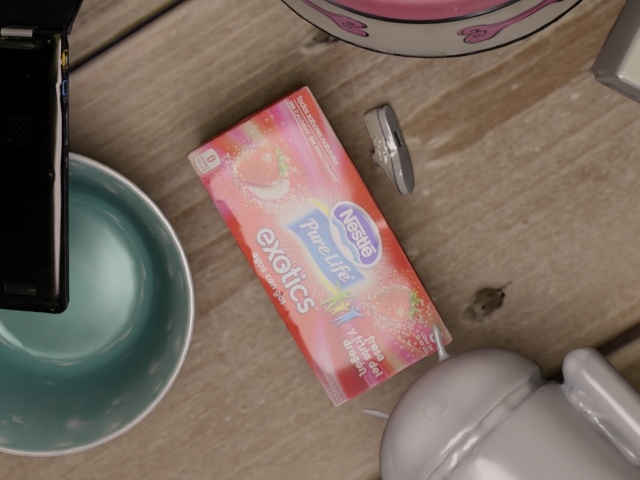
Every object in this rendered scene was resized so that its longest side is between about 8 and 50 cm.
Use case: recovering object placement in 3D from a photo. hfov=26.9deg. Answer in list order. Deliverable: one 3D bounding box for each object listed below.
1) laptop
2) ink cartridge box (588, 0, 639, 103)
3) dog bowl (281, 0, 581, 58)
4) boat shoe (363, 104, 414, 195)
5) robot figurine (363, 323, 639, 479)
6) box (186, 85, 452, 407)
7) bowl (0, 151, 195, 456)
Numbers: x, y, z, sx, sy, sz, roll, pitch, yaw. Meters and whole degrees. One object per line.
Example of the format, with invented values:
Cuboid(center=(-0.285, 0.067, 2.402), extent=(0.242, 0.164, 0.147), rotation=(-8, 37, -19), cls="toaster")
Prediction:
Cuboid(center=(-0.393, -0.169, 1.312), extent=(0.382, 0.236, 0.408), rotation=(5, 104, 9), cls="laptop")
Cuboid(center=(0.454, -0.257, 1.375), extent=(0.223, 0.129, 0.307), rotation=(26, 97, -4), cls="ink cartridge box")
Cuboid(center=(0.091, -0.362, 1.132), extent=(0.408, 0.150, 0.408), rotation=(1, 94, 8), cls="dog bowl")
Cuboid(center=(0.072, -0.094, 1.442), extent=(0.035, 0.035, 0.100), rotation=(-14, 103, 28), cls="boat shoe")
Cuboid(center=(0.198, 0.245, 1.280), extent=(0.353, 0.200, 0.300), rotation=(45, 102, 16), cls="robot figurine")
Cuboid(center=(0.000, 0.000, 1.392), extent=(0.142, 0.154, 0.300), rotation=(-30, 96, 3), cls="box")
Cuboid(center=(-0.279, 0.054, 1.388), extent=(0.311, 0.163, 0.311), rotation=(0, 97, -1), cls="bowl")
